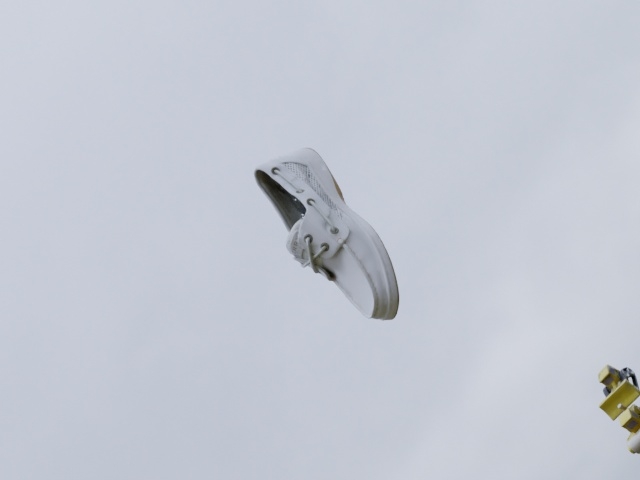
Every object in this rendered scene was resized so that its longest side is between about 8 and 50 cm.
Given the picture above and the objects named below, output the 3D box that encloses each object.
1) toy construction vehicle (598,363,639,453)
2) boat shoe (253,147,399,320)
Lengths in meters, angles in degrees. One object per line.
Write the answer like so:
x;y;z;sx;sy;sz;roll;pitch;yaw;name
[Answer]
0.240;0.106;0.932;0.086;0.035;0.098;-51;13;27;toy construction vehicle
0.000;0.000;1.550;0.096;0.277;0.098;-15;-39;-27;boat shoe
